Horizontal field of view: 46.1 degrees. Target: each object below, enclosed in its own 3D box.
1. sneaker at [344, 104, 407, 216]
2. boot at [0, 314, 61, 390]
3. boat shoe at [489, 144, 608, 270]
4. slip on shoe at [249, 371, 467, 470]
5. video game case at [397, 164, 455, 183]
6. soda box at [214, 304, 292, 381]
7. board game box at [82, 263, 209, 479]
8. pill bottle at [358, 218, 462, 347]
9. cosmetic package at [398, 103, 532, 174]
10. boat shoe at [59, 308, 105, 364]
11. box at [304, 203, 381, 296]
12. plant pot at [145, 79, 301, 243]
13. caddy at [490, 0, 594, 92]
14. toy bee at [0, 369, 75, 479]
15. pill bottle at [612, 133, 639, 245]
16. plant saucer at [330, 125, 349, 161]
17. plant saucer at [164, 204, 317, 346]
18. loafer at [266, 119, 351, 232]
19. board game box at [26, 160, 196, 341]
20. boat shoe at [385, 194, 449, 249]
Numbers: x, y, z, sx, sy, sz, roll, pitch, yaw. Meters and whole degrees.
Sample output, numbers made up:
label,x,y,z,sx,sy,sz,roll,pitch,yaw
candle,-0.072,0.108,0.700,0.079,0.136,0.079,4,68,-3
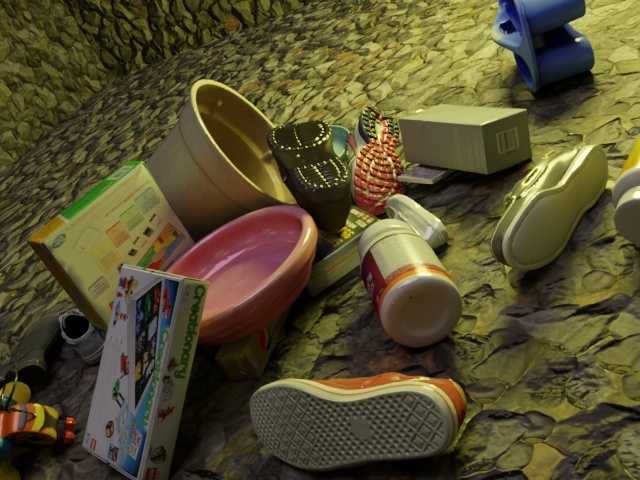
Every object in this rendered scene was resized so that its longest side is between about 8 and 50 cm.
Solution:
label,x,y,z,sx,sy,sz,roll,pitch,yaw
sneaker,0.106,-0.149,1.564,0.112,0.121,0.299,-53,20,40
boot,-0.633,0.251,1.576,0.190,0.076,0.208,-25,30,-1
boat shoe,0.343,-0.053,1.169,0.091,0.109,0.305,4,35,47
slip on shoe,0.041,0.229,0.980,0.332,0.122,0.101,-13,-1,36
video game case,0.224,-0.141,1.490,0.122,0.011,0.087,-30,26,-36
soda box,-0.111,0.154,1.280,0.061,0.058,0.181,-13,30,27
board game box,-0.275,0.198,1.166,0.193,0.053,0.305,7,84,48
pill bottle,0.128,0.057,1.157,0.121,0.121,0.221,-27,27,3
cosmetic package,0.275,-0.201,1.457,0.127,0.107,0.238,-22,19,-27
boat shoe,-0.498,0.180,1.562,0.079,0.081,0.227,-37,28,-17
box,0.000,0.000,1.442,0.183,0.056,0.231,-34,27,-12
plant pot,-0.246,-0.114,1.601,0.305,0.334,0.333,-39,23,22
caddy,0.458,-0.464,1.623,0.179,0.241,0.341,-15,29,12
toy bee,-0.513,0.335,1.279,0.298,0.162,0.195,-16,59,48
pill bottle,0.493,-0.089,1.076,0.117,0.117,0.215,0,38,42
plant saucer,-0.066,-0.176,1.818,0.318,0.043,0.317,-21,28,12
plant saucer,-0.144,0.068,1.302,0.332,0.084,0.332,-24,26,13
loafer,-0.025,-0.128,1.467,0.134,0.130,0.366,-10,31,-4
board game box,-0.344,0.051,1.389,0.064,0.316,0.242,4,41,47
boat shoe,0.157,-0.026,1.346,0.063,0.066,0.184,-33,37,-11
